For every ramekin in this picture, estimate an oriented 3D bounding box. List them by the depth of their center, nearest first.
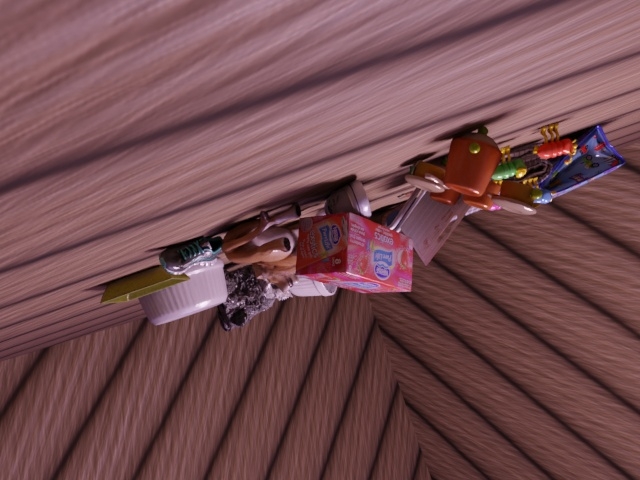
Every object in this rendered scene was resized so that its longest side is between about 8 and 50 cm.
[{"bbox_3d":[-0.036,0.051,1.674,0.108,0.207,0.207,-11,178,16],"label":"ramekin"},{"bbox_3d":[-0.394,0.152,1.826,0.272,0.127,0.273,-19,175,-2],"label":"ramekin"}]

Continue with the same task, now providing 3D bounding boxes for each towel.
[{"bbox_3d":[0.455,-0.153,1.728,0.283,0.122,0.235,-18,175,-8],"label":"towel"}]

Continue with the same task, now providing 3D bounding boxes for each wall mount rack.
[{"bbox_3d":[0.152,-0.062,1.602,0.303,0.131,0.350,-16,176,9],"label":"wall mount rack"}]

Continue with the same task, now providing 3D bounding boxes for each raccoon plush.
[{"bbox_3d":[-0.224,0.162,2.218,0.299,0.216,0.446,-22,178,-17],"label":"raccoon plush"}]

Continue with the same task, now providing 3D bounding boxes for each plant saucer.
[{"bbox_3d":[-0.444,0.107,1.602,0.188,0.045,0.188,-19,175,1],"label":"plant saucer"}]

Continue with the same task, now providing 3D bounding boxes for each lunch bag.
[{"bbox_3d":[0.684,-0.176,1.839,0.293,0.138,0.221,-35,179,-10],"label":"lunch bag"}]

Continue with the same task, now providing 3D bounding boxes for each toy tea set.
[{"bbox_3d":[0.291,-0.144,1.259,0.199,0.124,0.336,20,180,-22],"label":"toy tea set"}]

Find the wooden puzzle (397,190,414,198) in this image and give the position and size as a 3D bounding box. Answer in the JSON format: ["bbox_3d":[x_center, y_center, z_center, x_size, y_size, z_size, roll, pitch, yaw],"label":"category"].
[{"bbox_3d":[0.251,-0.133,1.847,0.049,0.006,0.083,-20,176,13],"label":"wooden puzzle"}]

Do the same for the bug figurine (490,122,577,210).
[{"bbox_3d":[0.496,-0.148,1.524,0.216,0.072,0.279,-15,147,-6],"label":"bug figurine"}]

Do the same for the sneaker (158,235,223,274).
[{"bbox_3d":[-0.265,0.021,1.321,0.076,0.065,0.166,-41,168,31],"label":"sneaker"}]

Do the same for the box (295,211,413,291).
[{"bbox_3d":[0.076,0.032,1.305,0.128,0.123,0.256,-6,165,36],"label":"box"}]

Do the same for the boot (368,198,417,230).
[{"bbox_3d":[0.252,-0.093,2.069,0.219,0.082,0.106,-21,-161,-38],"label":"boot"}]

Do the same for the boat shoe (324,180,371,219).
[{"bbox_3d":[0.050,-0.067,1.309,0.075,0.083,0.226,-20,176,-5],"label":"boat shoe"}]

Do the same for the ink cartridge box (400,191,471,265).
[{"bbox_3d":[0.285,-0.049,1.484,0.189,0.066,0.232,-56,-156,15],"label":"ink cartridge box"}]

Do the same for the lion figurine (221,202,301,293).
[{"bbox_3d":[-0.116,0.011,1.395,0.240,0.142,0.392,-13,161,23],"label":"lion figurine"}]
